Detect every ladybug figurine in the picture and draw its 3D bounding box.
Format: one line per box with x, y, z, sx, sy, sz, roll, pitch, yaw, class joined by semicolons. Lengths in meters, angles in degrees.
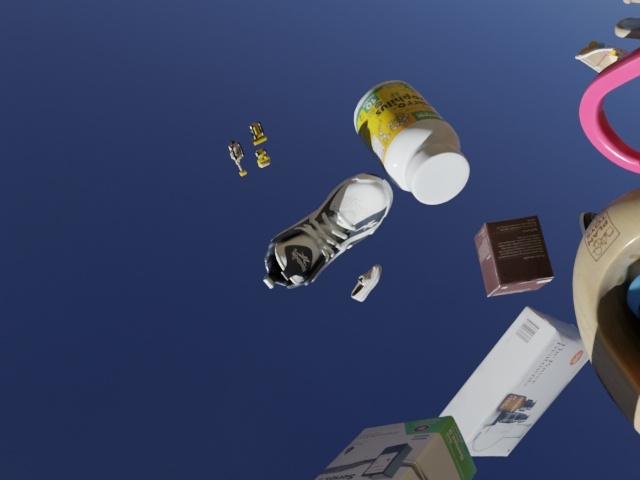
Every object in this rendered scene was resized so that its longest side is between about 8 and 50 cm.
0.498;0.106;0.804;0.162;0.305;0.449;11;-143;-21;ladybug figurine

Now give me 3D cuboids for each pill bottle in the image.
0.136;-0.147;0.940;0.118;0.117;0.208;2;-144;-23;pill bottle

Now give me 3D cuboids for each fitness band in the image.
0.525;-0.200;0.929;0.209;0.291;0.054;45;-113;-8;fitness band

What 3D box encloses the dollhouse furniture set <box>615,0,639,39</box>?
0.538;-0.512;0.892;0.174;0.355;0.303;25;-117;40;dollhouse furniture set

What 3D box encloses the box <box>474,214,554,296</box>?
0.588;0.050;1.926;0.169;0.167;0.203;-8;-106;-1;box

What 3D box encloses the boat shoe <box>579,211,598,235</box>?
0.773;0.041;1.603;0.302;0.091;0.114;50;-133;-14;boat shoe

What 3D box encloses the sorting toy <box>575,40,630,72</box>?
0.490;-0.307;1.051;0.083;0.044;0.075;25;-176;-19;sorting toy

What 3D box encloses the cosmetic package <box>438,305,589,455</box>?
0.470;0.351;1.505;0.284;0.377;0.097;19;-160;-48;cosmetic package

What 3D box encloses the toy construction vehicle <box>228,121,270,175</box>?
-0.155;-0.198;1.355;0.086;0.098;0.035;-31;-148;-18;toy construction vehicle

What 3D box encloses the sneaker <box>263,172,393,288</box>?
0.000;0.000;0.927;0.094;0.235;0.153;54;-147;-13;sneaker

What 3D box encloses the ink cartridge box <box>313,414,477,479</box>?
0.111;0.432;1.082;0.289;0.211;0.121;-23;-88;-55;ink cartridge box

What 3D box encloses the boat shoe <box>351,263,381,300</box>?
0.106;0.096;1.466;0.035;0.100;0.035;23;-161;-31;boat shoe
